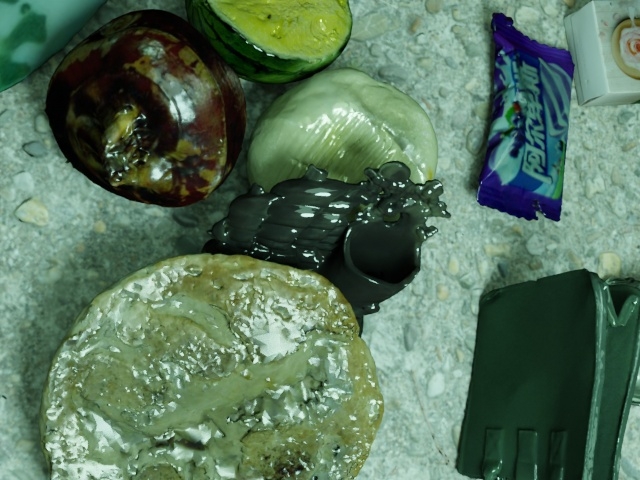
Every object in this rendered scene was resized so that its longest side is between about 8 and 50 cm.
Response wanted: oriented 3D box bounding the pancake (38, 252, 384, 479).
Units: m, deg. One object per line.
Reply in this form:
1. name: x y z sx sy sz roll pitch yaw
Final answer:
1. pancake: -0.118 0.190 1.069 0.386 0.082 0.387 -3 104 -13

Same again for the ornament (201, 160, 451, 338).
1. ornament: 0.000 0.000 1.082 0.251 0.260 0.106 15 49 -14

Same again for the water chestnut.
1. water chestnut: -0.193 -0.138 1.060 0.223 0.223 0.238 44 39 -7

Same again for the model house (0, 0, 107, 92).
1. model house: -0.426 -0.361 1.047 0.329 0.251 0.295 43 95 16

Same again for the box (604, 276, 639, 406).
1. box: 0.442 0.135 1.288 0.124 0.093 0.172 12 78 -15

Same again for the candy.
1. candy: 0.278 -0.164 1.299 0.145 0.070 0.275 13 76 -24

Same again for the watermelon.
1. watermelon: -0.078 -0.269 1.162 0.232 0.127 0.204 -18 70 -36

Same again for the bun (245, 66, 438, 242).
1. bun: 0.027 -0.104 1.171 0.229 0.145 0.229 -1 120 -1

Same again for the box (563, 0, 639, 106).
1. box: 0.457 -0.267 1.364 0.199 0.081 0.135 -7 84 -16

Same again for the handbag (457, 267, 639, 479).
1. handbag: 0.271 0.175 1.147 0.079 0.247 0.260 16 76 -21
